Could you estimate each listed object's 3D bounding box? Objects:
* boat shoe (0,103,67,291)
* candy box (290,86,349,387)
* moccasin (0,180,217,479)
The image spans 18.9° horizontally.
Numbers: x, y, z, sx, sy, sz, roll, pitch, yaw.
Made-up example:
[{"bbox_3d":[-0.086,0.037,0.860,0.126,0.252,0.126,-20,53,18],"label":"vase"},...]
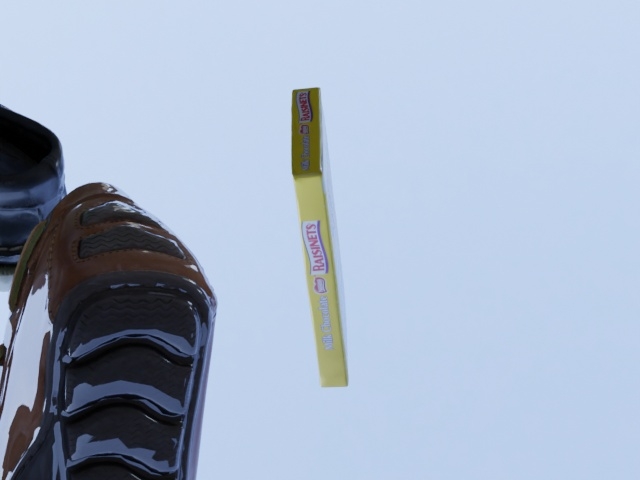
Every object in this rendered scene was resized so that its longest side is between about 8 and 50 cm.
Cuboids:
[{"bbox_3d":[-0.306,-0.085,1.166,0.340,0.113,0.127,29,-129,1],"label":"boat shoe"},{"bbox_3d":[0.000,0.000,1.415,0.027,0.206,0.105,-3,-141,4],"label":"candy box"},{"bbox_3d":[-0.152,0.149,1.118,0.139,0.380,0.147,-3,-151,-19],"label":"moccasin"}]
